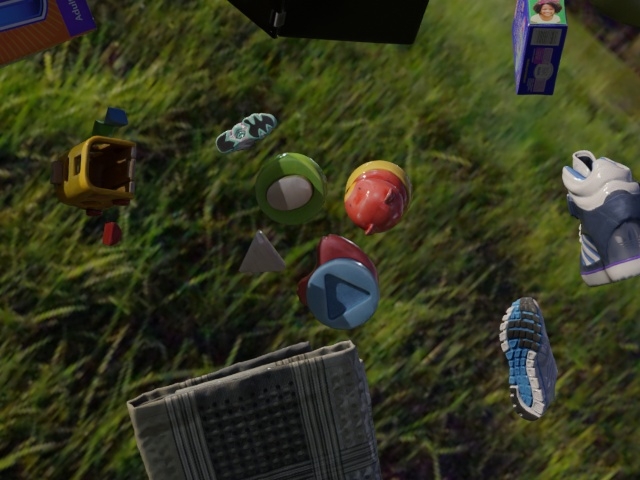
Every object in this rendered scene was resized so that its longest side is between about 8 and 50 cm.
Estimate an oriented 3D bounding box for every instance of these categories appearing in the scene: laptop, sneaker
[{"bbox_3d":[-0.006,-0.568,1.665,0.408,0.382,0.236,42,51,21],"label":"laptop"},{"bbox_3d":[0.331,0.177,1.480,0.071,0.190,0.083,4,14,43],"label":"sneaker"},{"bbox_3d":[0.505,-0.046,1.688,0.323,0.130,0.236,23,49,-82],"label":"sneaker"},{"bbox_3d":[-0.100,-0.158,1.393,0.038,0.098,0.069,70,19,1],"label":"sneaker"}]

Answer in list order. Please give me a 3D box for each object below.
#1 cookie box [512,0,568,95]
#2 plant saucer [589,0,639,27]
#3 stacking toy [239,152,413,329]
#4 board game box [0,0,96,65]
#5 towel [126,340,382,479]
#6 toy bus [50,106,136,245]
[{"bbox_3d":[0.221,-0.216,0.967,0.040,0.092,0.107,3,51,4],"label":"cookie box"},{"bbox_3d":[0.387,-0.359,1.062,0.241,0.241,0.037,37,2,-18],"label":"plant saucer"},{"bbox_3d":[0.000,0.000,1.675,0.279,0.309,0.130,15,19,-1],"label":"stacking toy"},{"bbox_3d":[-0.631,-0.423,1.505,0.356,0.356,0.356,6,-60,59],"label":"board game box"},{"bbox_3d":[-0.072,0.296,1.284,0.056,0.312,0.324,-118,-164,-63],"label":"towel"},{"bbox_3d":[-0.371,-0.100,1.505,0.104,0.202,0.191,8,30,-37],"label":"toy bus"}]
